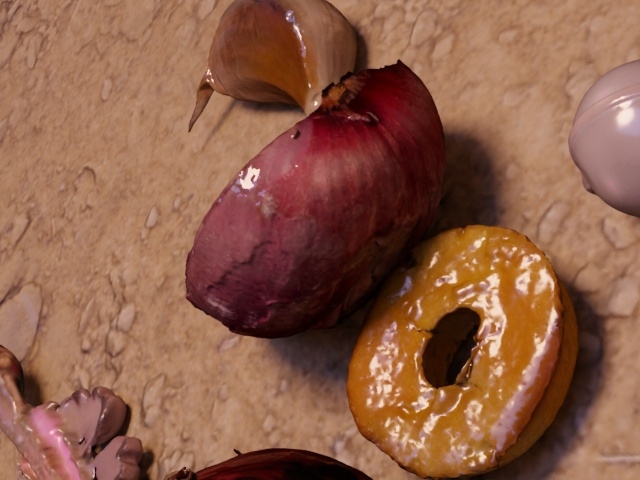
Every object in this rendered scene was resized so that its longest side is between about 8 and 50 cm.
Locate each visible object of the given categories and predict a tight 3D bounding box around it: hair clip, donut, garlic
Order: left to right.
[{"bbox_3d":[-0.266,0.183,1.166,0.173,0.069,0.300,-54,52,11],"label":"hair clip"},{"bbox_3d":[-0.051,-0.162,1.130,0.198,0.090,0.128,4,85,41],"label":"garlic"},{"bbox_3d":[0.104,0.080,0.862,0.178,0.065,0.162,-55,47,6],"label":"donut"}]

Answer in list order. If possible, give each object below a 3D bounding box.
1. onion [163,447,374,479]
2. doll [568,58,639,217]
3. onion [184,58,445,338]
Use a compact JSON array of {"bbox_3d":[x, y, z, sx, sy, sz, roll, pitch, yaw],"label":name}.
[{"bbox_3d":[-0.045,0.244,0.768,0.221,0.281,0.281,-44,44,25],"label":"onion"},{"bbox_3d":[0.270,-0.099,0.736,0.287,0.151,0.151,-30,50,35],"label":"doll"},{"bbox_3d":[0.000,0.000,0.949,0.120,0.227,0.283,48,148,9],"label":"onion"}]
